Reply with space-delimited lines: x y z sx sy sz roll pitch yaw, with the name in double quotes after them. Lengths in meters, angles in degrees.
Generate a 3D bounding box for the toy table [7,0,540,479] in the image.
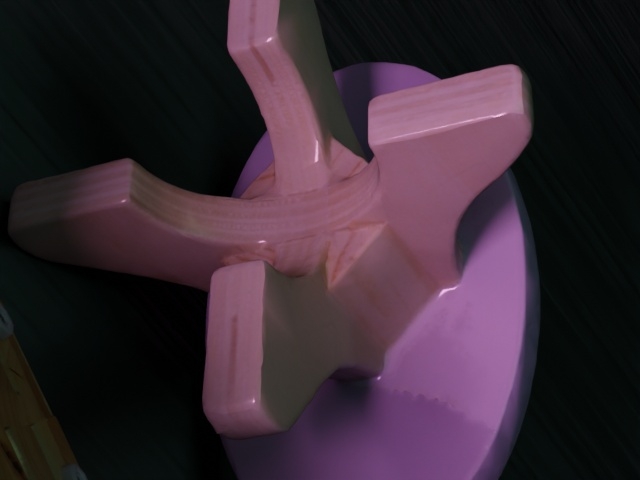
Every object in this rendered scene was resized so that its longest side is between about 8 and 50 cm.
0.000 0.000 0.757 0.161 0.252 0.274 48 25 -52 "toy table"

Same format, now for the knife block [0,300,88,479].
-0.221 0.103 0.460 0.088 0.242 0.276 64 9 9 "knife block"
